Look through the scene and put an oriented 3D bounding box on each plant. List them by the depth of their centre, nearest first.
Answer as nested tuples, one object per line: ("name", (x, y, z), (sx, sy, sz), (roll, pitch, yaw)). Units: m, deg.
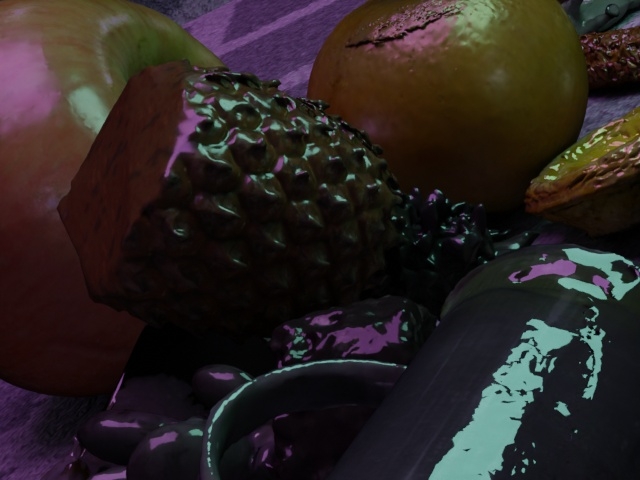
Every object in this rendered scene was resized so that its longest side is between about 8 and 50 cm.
("plant", (-0.037, 0.137, 1.111), (0.274, 0.146, 0.149), (-24, -24, 14))

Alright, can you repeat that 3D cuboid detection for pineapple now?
("pineapple", (0.000, 0.000, 1.220), (0.202, 0.362, 0.202), (-47, 33, 44))

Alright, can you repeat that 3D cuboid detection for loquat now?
("loquat", (0.116, -0.133, 1.482), (0.263, 0.263, 0.263), (-24, 17, 8))

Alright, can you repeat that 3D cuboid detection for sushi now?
("sushi", (-0.144, 0.175, 1.255), (0.109, 0.134, 0.273), (-28, 26, 58))

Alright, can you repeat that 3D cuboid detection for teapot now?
("teapot", (0.068, 0.135, 0.843), (0.270, 0.200, 0.337), (16, 34, 21))

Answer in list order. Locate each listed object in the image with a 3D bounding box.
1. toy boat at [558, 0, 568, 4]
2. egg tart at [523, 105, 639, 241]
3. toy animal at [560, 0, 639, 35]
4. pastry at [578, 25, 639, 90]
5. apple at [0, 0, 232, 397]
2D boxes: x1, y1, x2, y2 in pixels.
("toy boat", (0.213, -0.284, 2.018), (0.317, 0.099, 0.141), (-23, -20, -16))
("egg tart", (0.255, -0.058, 1.340), (0.191, 0.074, 0.191), (-30, 5, 3))
("toy animal", (0.316, -0.277, 1.921), (0.217, 0.073, 0.176), (-30, 2, -22))
("pastry", (0.316, -0.195, 1.691), (0.087, 0.063, 0.169), (-35, 18, -31))
("apple", (-0.234, -0.039, 1.529), (0.346, 0.391, 0.391), (-43, 10, 24))
